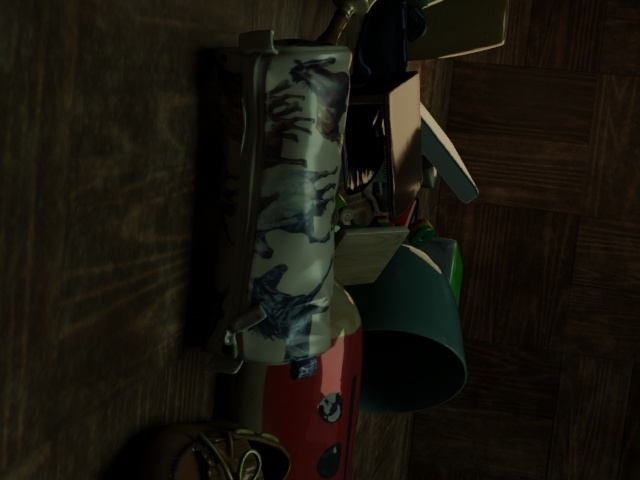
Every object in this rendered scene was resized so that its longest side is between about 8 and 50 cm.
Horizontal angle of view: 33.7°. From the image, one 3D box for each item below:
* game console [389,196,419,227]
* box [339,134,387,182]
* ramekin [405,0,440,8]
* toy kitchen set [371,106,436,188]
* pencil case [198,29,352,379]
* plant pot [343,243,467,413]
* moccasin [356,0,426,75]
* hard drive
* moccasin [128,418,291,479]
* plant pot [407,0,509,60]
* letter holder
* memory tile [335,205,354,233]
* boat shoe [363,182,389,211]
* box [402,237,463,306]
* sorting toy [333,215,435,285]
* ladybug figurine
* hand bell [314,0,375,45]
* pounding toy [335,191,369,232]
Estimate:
[{"bbox_3d":[0.198,0.097,2.772,0.386,0.060,0.341,-62,156,-57],"label":"game console"},{"bbox_3d":[0.102,-0.157,1.981,0.126,0.137,0.072,-47,141,-70],"label":"box"},{"bbox_3d":[0.165,-0.533,1.744,0.303,0.148,0.303,62,-2,4],"label":"ramekin"},{"bbox_3d":[0.172,-0.197,2.214,0.122,0.166,0.207,79,22,-54],"label":"toy kitchen set"},{"bbox_3d":[-0.056,-0.046,1.258,0.183,0.160,0.410,-41,137,-70],"label":"pencil case"},{"bbox_3d":[0.124,0.148,1.963,0.293,0.293,0.235,82,10,-51],"label":"plant pot"},{"bbox_3d":[0.160,-0.433,2.140,0.137,0.117,0.341,79,22,-56],"label":"moccasin"},{"bbox_3d":[0.211,-0.205,2.054,0.203,0.040,0.307,49,12,-19],"label":"hard drive"},{"bbox_3d":[-0.117,0.282,1.199,0.380,0.147,0.139,36,62,-76],"label":"moccasin"},{"bbox_3d":[0.294,-0.513,2.400,0.237,0.255,0.237,7,90,-79],"label":"plant pot"},{"bbox_3d":[0.073,-0.153,1.745,0.302,0.152,0.214,-47,134,-70],"label":"letter holder"},{"bbox_3d":[0.000,0.000,1.724,0.148,0.012,0.113,-5,105,-45],"label":"memory tile"},{"bbox_3d":[0.169,-0.124,2.413,0.324,0.097,0.116,31,67,-77],"label":"boat shoe"},{"bbox_3d":[0.174,0.067,2.229,0.262,0.231,0.126,52,46,-74],"label":"box"},{"bbox_3d":[0.046,0.015,1.690,0.046,0.275,0.132,60,-43,31],"label":"sorting toy"},{"bbox_3d":[-0.033,0.240,1.530,0.305,0.162,0.449,-43,139,-72],"label":"ladybug figurine"},{"bbox_3d":[0.028,-0.351,1.686,0.242,0.126,0.126,-63,160,-24],"label":"hand bell"},{"bbox_3d":[0.042,-0.022,1.851,0.183,0.110,0.236,-70,163,-46],"label":"pounding toy"}]
